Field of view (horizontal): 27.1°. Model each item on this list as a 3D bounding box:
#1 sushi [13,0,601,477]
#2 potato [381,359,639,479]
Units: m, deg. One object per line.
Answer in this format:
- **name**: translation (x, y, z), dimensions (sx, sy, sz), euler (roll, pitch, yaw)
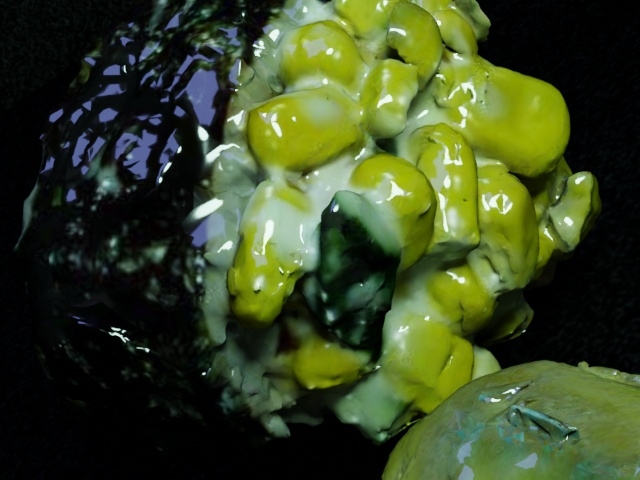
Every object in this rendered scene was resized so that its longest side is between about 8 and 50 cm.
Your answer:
- **sushi**: translation (0.000, 0.000, 0.873), dimensions (0.285, 0.328, 0.329), euler (8, 47, 38)
- **potato**: translation (0.139, 0.143, 0.680), dimensions (0.169, 0.143, 0.248), euler (-54, 33, -13)
